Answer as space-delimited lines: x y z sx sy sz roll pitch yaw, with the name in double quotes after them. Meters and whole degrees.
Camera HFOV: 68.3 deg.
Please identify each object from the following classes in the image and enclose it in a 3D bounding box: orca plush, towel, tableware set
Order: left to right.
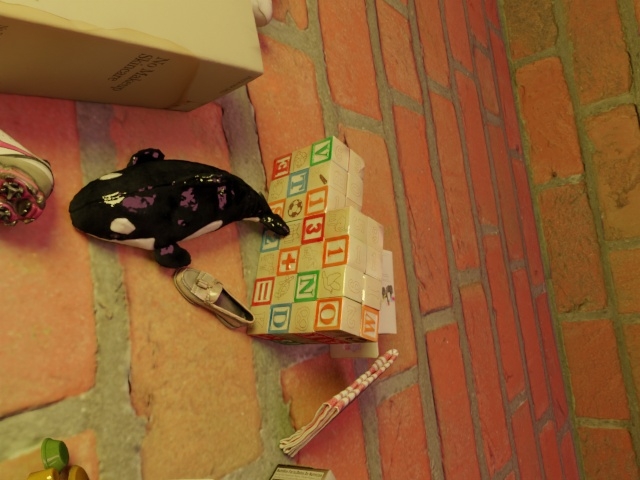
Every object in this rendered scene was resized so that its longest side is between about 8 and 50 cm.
-0.229 0.263 0.436 0.024 0.104 0.154 -19 112 -13 "tableware set"
-0.140 -0.043 0.584 0.287 0.102 0.151 15 66 -44 "orca plush"
0.034 0.241 0.724 0.029 0.144 0.197 47 34 17 "towel"

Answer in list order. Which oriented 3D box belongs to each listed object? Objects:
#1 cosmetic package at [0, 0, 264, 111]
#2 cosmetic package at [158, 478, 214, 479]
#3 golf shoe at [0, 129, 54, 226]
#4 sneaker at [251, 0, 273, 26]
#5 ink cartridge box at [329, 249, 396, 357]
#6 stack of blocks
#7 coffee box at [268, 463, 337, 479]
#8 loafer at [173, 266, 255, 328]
-0.227 -0.222 0.492 0.310 0.160 0.113 -11 90 -51 "cosmetic package"
-0.161 0.342 0.248 0.155 0.197 0.365 18 103 -33 "cosmetic package"
-0.332 -0.084 0.412 0.186 0.067 0.086 35 23 -36 "golf shoe"
-0.168 -0.343 0.670 0.232 0.090 0.115 9 84 -44 "sneaker"
0.070 0.110 0.819 0.062 0.104 0.181 14 71 -48 "ink cartridge box"
0.000 0.000 0.707 0.087 0.171 0.297 28 59 -45 "stack of blocks"
-0.046 0.429 0.583 0.246 0.098 0.141 -48 118 -51 "coffee box"
-0.135 0.074 0.624 0.125 0.039 0.045 47 48 -34 "loafer"
